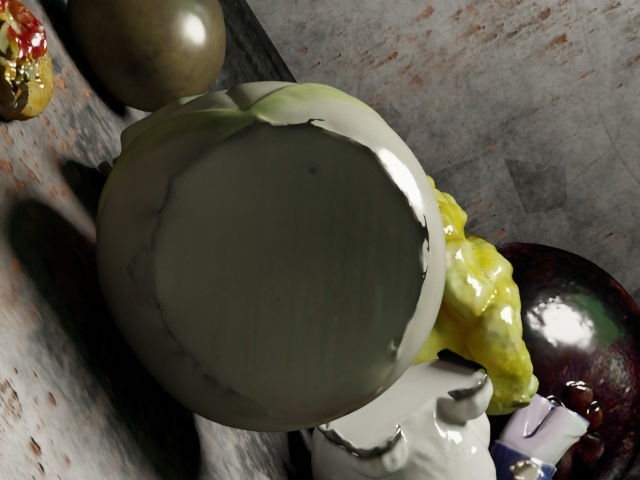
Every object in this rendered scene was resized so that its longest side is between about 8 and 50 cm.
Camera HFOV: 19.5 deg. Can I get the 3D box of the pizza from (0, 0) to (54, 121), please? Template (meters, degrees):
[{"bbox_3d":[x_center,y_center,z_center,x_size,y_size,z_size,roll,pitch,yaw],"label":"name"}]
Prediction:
[{"bbox_3d":[-0.288,-0.200,1.604,0.199,0.062,0.188,55,7,-20],"label":"pizza"}]

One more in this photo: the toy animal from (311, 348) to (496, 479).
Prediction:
[{"bbox_3d":[0.112,0.295,1.932,0.258,0.194,0.357,38,-29,61],"label":"toy animal"}]

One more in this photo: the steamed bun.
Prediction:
[{"bbox_3d":[-0.046,0.011,1.578,0.309,0.309,0.309,58,8,-13],"label":"steamed bun"}]

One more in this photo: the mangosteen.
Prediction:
[{"bbox_3d":[0.228,0.176,2.406,0.382,0.382,0.435,56,-8,-25],"label":"mangosteen"}]

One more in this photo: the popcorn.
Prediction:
[{"bbox_3d":[0.085,0.082,2.091,0.274,0.279,0.335,58,16,-58],"label":"popcorn"}]

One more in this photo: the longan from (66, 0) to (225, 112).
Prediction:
[{"bbox_3d":[-0.188,-0.228,2.017,0.187,0.167,0.167,35,15,-15],"label":"longan"}]

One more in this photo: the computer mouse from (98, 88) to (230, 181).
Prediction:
[{"bbox_3d":[-0.064,-0.036,1.844,0.429,0.228,0.145,28,43,-73],"label":"computer mouse"}]

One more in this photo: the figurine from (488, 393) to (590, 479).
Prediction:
[{"bbox_3d":[0.211,0.307,2.116,0.194,0.274,0.133,51,4,35],"label":"figurine"}]
